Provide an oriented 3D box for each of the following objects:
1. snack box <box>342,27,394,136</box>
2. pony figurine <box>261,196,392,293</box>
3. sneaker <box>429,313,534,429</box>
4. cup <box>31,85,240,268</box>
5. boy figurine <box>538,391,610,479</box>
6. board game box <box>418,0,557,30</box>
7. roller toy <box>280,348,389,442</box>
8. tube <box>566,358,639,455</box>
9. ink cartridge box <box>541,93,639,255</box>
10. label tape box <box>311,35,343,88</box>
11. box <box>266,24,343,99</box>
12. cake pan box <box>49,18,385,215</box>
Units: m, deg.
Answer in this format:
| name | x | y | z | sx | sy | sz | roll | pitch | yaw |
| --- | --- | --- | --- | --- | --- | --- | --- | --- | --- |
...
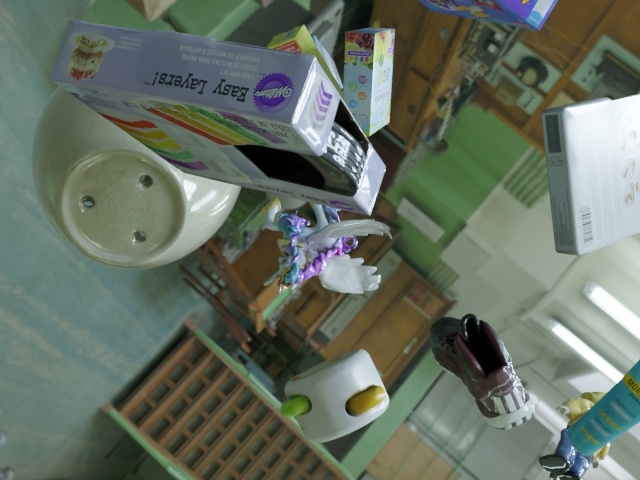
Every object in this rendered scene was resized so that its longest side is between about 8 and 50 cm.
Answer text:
| name | x | y | z | sx | sy | sz | roll | pitch | yaw |
| --- | --- | --- | --- | --- | --- | --- | --- | --- | --- |
| snack box | 0.103 | -0.340 | 1.394 | 0.174 | 0.070 | 0.207 | -46 | 142 | -61 |
| pony figurine | 0.000 | 0.000 | 1.866 | 0.351 | 0.363 | 0.303 | -5 | 135 | -7 |
| sneaker | 0.247 | 0.164 | 1.078 | 0.106 | 0.162 | 0.281 | -29 | -152 | -5 |
| cup | -0.273 | -0.089 | 0.960 | 0.331 | 0.331 | 0.237 | -52 | -160 | 14 |
| boy figurine | 0.635 | 0.457 | 1.592 | 0.285 | 0.177 | 0.092 | -43 | -171 | -38 |
| board game box | 0.204 | -0.461 | 1.092 | 0.078 | 0.233 | 0.347 | -60 | -151 | 12 |
| roller toy | 0.038 | 0.322 | 1.346 | 0.209 | 0.146 | 0.191 | -26 | 176 | 12 |
| tube | 0.477 | 0.262 | 1.032 | 0.052 | 0.080 | 0.207 | -26 | 154 | -53 |
| ink cartridge box | 0.541 | -0.133 | 1.249 | 0.239 | 0.275 | 0.060 | -15 | -168 | -26 |
| label tape box | -0.097 | -0.544 | 2.099 | 0.249 | 0.115 | 0.347 | -19 | 167 | 14 |
| box | -0.020 | -0.351 | 1.443 | 0.087 | 0.232 | 0.058 | -8 | -139 | 34 |
| cake pan box | -0.081 | -0.112 | 0.647 | 0.246 | 0.266 | 0.070 | 36 | 70 | -68 |
